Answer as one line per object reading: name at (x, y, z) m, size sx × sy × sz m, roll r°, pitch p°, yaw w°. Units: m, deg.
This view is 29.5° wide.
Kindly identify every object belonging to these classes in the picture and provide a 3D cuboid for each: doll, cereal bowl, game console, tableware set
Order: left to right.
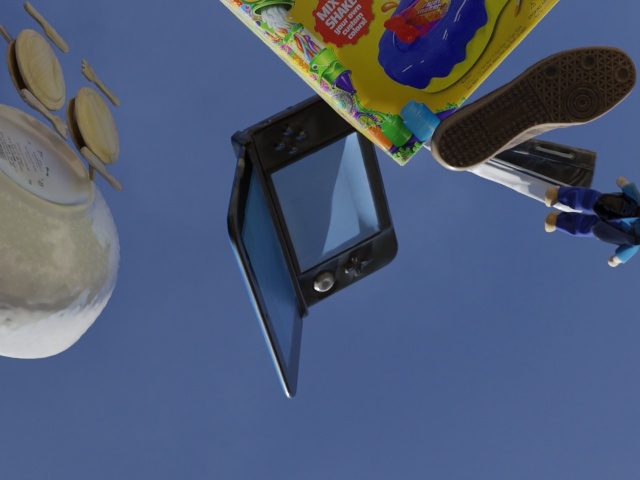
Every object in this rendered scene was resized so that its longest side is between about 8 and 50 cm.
cereal bowl at (-0.349, -0.043, 1.317) m, size 0.339 × 0.141 × 0.339 m, roll 39°, pitch -158°, yaw -19°
tableware set at (-0.271, -0.143, 1.261) m, size 0.194 × 0.039 × 0.128 m, roll 51°, pitch -153°, yaw -54°
game console at (0.000, 0.000, 1.490) m, size 0.250 × 0.293 × 0.173 m, roll -28°, pitch -140°, yaw -14°
doll at (0.398, -0.025, 1.663) m, size 0.046 × 0.189 × 0.129 m, roll -18°, pitch -68°, yaw -43°

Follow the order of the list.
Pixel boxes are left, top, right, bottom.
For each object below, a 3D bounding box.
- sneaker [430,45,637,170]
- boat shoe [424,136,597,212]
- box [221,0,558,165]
sneaker at (0.181, -0.122, 1.069) m, size 0.071 × 0.188 × 0.066 m, roll -99°, pitch -14°, yaw -79°
boat shoe at (0.307, -0.156, 1.990) m, size 0.335 × 0.119 × 0.121 m, roll 26°, pitch -167°, yaw 28°
box at (0.059, -0.284, 1.168) m, size 0.279 × 0.290 × 0.177 m, roll 40°, pitch -176°, yaw -29°
